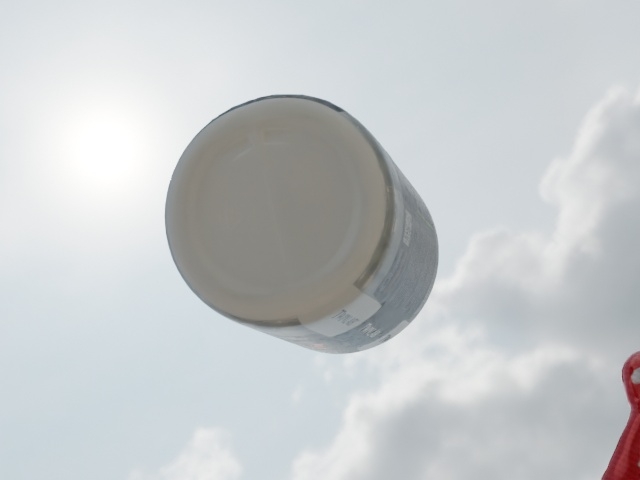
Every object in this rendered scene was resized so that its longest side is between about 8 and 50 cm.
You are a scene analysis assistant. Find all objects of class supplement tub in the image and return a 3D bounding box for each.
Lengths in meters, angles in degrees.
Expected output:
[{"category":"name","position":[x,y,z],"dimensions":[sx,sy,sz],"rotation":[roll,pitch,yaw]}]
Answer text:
[{"category":"supplement tub","position":[0.000,0.000,1.086],"dimensions":[0.193,0.193,0.316],"rotation":[-46,-18,3]}]

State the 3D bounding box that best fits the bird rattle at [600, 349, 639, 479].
[{"category":"bird rattle","position":[0.241,0.092,0.462],"dimensions":[0.207,0.253,0.143],"rotation":[-21,-55,-66]}]
